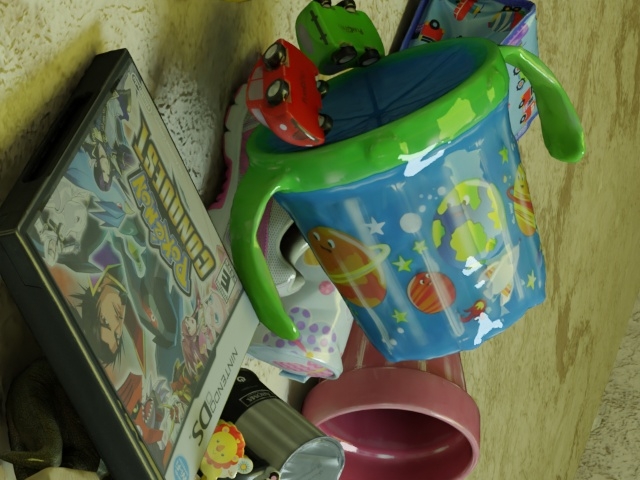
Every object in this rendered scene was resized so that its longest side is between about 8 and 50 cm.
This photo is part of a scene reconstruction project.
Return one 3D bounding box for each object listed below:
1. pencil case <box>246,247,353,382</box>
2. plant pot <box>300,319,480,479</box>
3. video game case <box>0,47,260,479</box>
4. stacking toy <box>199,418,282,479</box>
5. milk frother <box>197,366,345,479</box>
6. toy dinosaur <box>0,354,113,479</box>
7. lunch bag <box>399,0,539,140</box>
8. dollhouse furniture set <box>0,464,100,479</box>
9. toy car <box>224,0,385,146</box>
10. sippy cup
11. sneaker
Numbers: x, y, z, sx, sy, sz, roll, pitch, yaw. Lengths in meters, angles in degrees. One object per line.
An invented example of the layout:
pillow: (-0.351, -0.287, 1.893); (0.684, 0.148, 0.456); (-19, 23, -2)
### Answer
pencil case: (0.000, 0.000, 1.902); (0.124, 0.113, 0.273); (110, -4, -77)
plant pot: (0.080, 0.160, 2.142); (0.201, 0.201, 0.180); (75, 16, -53)
video game case: (-0.139, 0.033, 1.443); (0.248, 0.035, 0.275); (-68, 141, -52)
stacking toy: (-0.038, 0.263, 1.544); (0.167, 0.052, 0.221); (-154, -137, -74)
milk frother: (-0.065, 0.219, 1.803); (0.129, 0.135, 0.143); (-29, 133, -26)
toy dinosaur: (-0.192, 0.150, 1.465); (0.313, 0.121, 0.160); (13, 62, -63)
lunch bag: (0.137, -0.124, 2.239); (0.293, 0.138, 0.221); (-60, 158, -22)
dollhouse furniture set: (-0.193, 0.372, 1.295); (0.362, 0.256, 0.394); (64, 16, 17)
toy car: (-0.022, -0.172, 1.624); (0.225, 0.053, 0.239); (1, 61, -58)
sippy cup: (0.084, -0.027, 1.649); (0.240, 0.305, 0.224); (-82, 150, -69)
sneaker: (-0.033, -0.053, 1.768); (0.103, 0.111, 0.252); (41, 62, -69)
